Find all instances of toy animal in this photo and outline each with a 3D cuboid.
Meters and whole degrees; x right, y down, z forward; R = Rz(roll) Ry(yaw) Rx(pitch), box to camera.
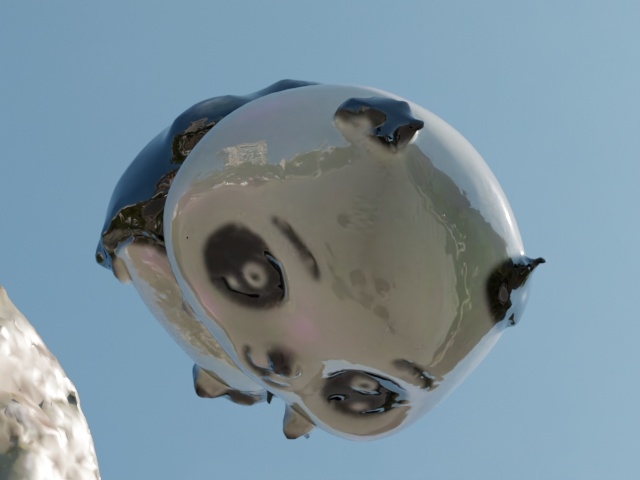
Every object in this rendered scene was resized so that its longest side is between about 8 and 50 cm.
[{"bbox_3d":[0.000,0.000,1.227,0.251,0.251,0.310,50,-22,-22],"label":"toy animal"}]

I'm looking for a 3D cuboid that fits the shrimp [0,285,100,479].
[{"bbox_3d":[-0.098,0.089,0.399,0.051,0.217,0.115,-30,-54,31],"label":"shrimp"}]
